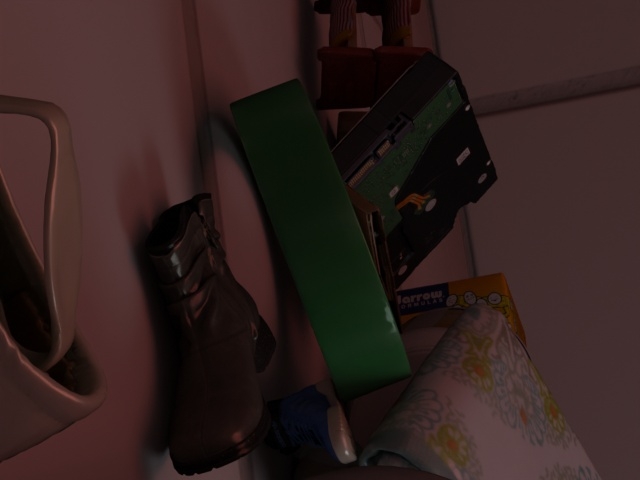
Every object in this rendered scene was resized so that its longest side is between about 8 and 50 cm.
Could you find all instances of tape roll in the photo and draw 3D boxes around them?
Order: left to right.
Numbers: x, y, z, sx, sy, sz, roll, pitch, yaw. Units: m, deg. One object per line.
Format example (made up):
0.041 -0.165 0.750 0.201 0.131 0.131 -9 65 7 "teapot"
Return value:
0.000 0.000 1.412 0.321 0.077 0.321 159 -90 -89 "tape roll"

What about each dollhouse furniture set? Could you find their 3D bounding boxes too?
0.066 -0.209 2.018 0.374 0.152 0.201 92 -3 -52 "dollhouse furniture set"

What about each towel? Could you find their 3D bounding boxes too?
0.198 0.286 1.443 0.374 0.090 0.320 59 28 -8 "towel"

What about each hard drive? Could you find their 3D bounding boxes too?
0.119 -0.084 1.911 0.064 0.237 0.339 40 -6 25 "hard drive"

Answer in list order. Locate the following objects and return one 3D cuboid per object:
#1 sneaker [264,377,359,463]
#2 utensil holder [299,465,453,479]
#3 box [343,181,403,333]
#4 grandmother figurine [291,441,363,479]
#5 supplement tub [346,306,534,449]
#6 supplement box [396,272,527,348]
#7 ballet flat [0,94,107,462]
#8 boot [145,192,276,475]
-0.015 0.184 1.351 0.152 0.084 0.058 -114 -178 -72 "sneaker"
0.012 0.303 0.848 0.385 0.327 0.328 16 64 -77 "utensil holder"
0.031 0.004 1.637 0.201 0.021 0.164 40 -33 57 "box"
0.006 0.318 1.361 0.342 0.104 0.208 -90 -168 -50 "grandmother figurine"
0.158 0.213 1.798 0.316 0.228 0.228 -21 101 -77 "supplement tub"
0.216 0.258 2.105 0.195 0.194 0.356 62 21 -55 "supplement box"
-0.192 -0.079 0.683 0.139 0.139 0.400 -59 137 -72 "ballet flat"
-0.103 0.067 1.129 0.246 0.083 0.161 -86 155 -66 "boot"
